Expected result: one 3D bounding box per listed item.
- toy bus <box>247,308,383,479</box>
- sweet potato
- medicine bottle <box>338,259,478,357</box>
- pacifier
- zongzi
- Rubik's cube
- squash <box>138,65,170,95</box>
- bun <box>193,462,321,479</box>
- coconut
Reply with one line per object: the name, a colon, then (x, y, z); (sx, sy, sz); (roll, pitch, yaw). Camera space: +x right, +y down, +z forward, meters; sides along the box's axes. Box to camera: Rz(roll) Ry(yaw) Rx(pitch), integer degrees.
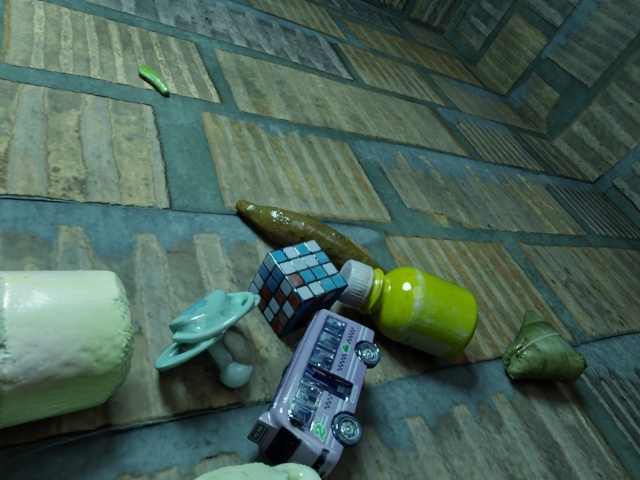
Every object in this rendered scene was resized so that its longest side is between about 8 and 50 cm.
toy bus: (-0.001, 0.184, 0.537); (0.108, 0.096, 0.199); (29, 36, 1)
sweet potato: (0.000, 0.000, 0.752); (0.314, 0.072, 0.066); (23, 25, -9)
medicine bottle: (0.130, 0.099, 0.695); (0.212, 0.122, 0.122); (23, 40, -13)
pacifier: (-0.117, 0.124, 0.524); (0.116, 0.127, 0.150); (59, 32, -6)
zongzi: (0.389, 0.186, 0.826); (0.160, 0.078, 0.176); (13, 33, -23)
Rubik's cube: (-0.034, 0.068, 0.637); (0.092, 0.092, 0.092); (-14, 58, -42)
squash: (-0.343, -0.333, 0.903); (0.089, 0.027, 0.027); (41, 39, 7)
bun: (-0.042, 0.295, 0.357); (0.229, 0.145, 0.229); (22, 38, -18)
coconut: (-0.269, 0.096, 0.408); (0.153, 0.147, 0.147); (0, 49, -44)
